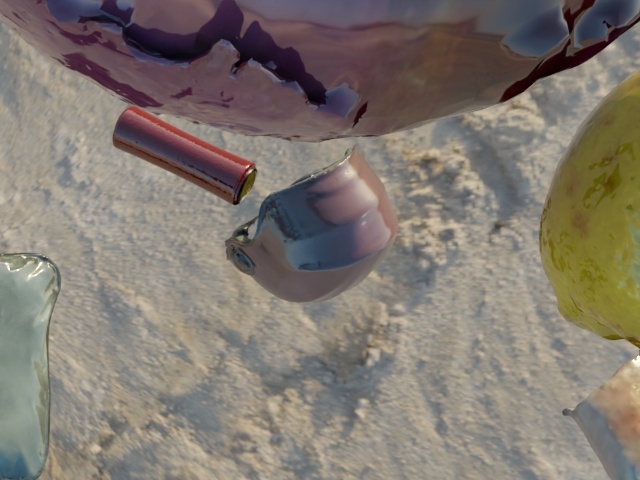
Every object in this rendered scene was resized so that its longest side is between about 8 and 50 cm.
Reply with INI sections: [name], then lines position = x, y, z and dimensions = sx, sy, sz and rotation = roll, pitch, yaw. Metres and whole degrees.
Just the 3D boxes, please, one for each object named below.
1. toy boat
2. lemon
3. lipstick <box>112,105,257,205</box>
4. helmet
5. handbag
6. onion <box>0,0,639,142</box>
[toy boat]
position = 0.298, 0.191, 0.718
dimensions = 0.282, 0.096, 0.206
rotation = 50, 32, 15
[lemon]
position = 0.226, -0.022, 0.631
dimensions = 0.170, 0.170, 0.207
rotation = 29, 101, -17
[lipstick]
position = -0.222, -0.138, 1.735
dimensions = 0.241, 0.080, 0.080
rotation = 27, 78, 11
[helmet]
position = 0.000, 0.000, 1.799
dimensions = 0.271, 0.338, 0.197
rotation = -34, 83, -36
[handbag]
position = -0.440, 0.155, 1.391
dimensions = 0.191, 0.075, 0.332
rotation = 9, 75, -31
[onion]
position = 0.004, -0.230, 0.390
dimensions = 0.358, 0.345, 0.358
rotation = -2, 132, -3
